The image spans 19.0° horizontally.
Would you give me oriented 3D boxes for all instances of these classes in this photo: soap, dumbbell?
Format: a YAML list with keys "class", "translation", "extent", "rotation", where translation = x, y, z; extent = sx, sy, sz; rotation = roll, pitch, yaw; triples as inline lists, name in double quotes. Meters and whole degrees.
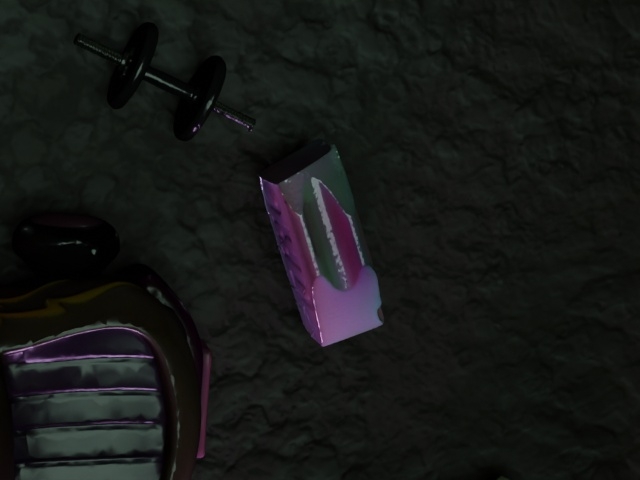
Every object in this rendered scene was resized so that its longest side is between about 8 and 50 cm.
- class: "soap"
  translation: [0.000, 0.000, 1.433]
  extent: [0.056, 0.100, 0.149]
  rotation: [-20, 107, -11]
- class: "dumbbell"
  translation: [-0.112, -0.116, 1.394]
  extent: [0.147, 0.069, 0.069]
  rotation: [25, 94, -20]

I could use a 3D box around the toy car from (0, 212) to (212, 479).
- class: "toy car"
  translation: [-0.230, 0.125, 1.321]
  extent: [0.341, 0.240, 0.271]
  rotation: [0, 102, -16]

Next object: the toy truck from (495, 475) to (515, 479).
- class: "toy truck"
  translation: [0.149, 0.274, 1.549]
  extent: [0.100, 0.077, 0.169]
  rotation: [-30, 105, -22]
